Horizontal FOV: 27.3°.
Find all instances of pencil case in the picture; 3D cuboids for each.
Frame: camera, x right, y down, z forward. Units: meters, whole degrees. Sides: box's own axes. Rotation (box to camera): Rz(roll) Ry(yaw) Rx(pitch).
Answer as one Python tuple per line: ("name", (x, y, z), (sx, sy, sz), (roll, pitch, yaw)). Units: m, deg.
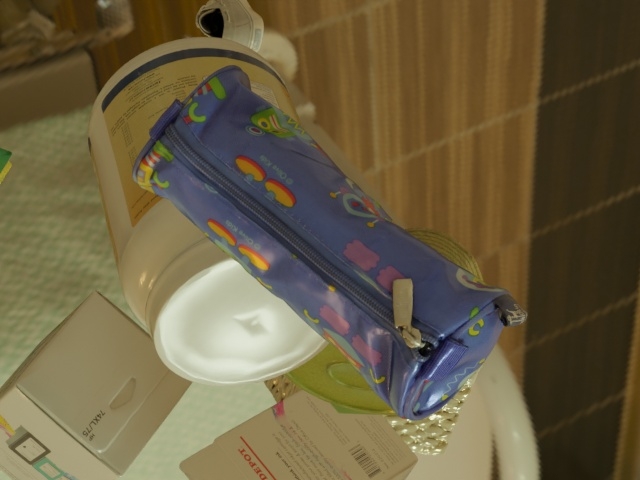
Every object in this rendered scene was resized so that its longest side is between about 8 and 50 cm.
("pencil case", (0.000, 0.000, 0.964), (0.119, 0.306, 0.133), (-51, 165, 5))

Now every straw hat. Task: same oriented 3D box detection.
("straw hat", (0.105, 0.057, 1.460), (0.061, 0.144, 0.144), (-26, 142, -47))

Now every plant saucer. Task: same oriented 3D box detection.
("plant saucer", (0.043, 0.141, 1.496), (0.241, 0.241, 0.037), (59, 41, -49))

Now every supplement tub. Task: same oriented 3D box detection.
("supplement tub", (-0.106, -0.032, 1.348), (0.228, 0.316, 0.228), (-11, 138, -11))

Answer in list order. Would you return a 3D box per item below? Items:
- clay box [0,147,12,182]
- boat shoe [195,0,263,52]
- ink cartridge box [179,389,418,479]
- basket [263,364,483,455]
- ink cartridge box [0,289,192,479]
("clay box", (-0.480, -0.071, 1.618), (0.127, 0.222, 0.053), (-63, 150, -21))
("boat shoe", (-0.130, -0.286, 1.729), (0.063, 0.184, 0.066), (6, 116, -24))
("ink cartridge box", (-0.045, 0.371, 2.053), (0.353, 0.207, 0.119), (-24, 154, -38))
("basket", (0.103, 0.189, 2.391), (0.331, 0.266, 0.328), (11, 112, -25))
("ink cartridge box", (-0.353, 0.240, 1.911), (0.270, 0.197, 0.198), (-37, -167, 52))
